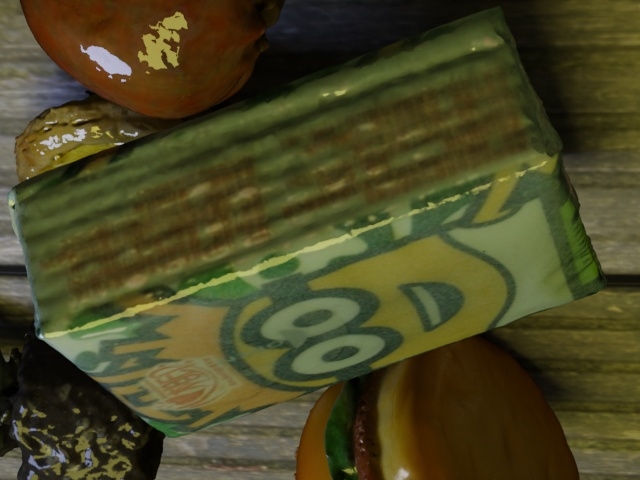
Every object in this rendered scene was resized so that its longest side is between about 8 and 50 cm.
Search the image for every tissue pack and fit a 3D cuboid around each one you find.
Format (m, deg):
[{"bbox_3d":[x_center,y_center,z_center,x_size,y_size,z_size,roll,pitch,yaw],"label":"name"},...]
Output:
[{"bbox_3d":[0.000,0.000,1.081,0.310,0.128,0.228,-20,155,8],"label":"tissue pack"}]

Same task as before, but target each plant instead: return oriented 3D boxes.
[{"bbox_3d":[-0.260,0.133,1.454,0.274,0.146,0.149,8,103,7],"label":"plant"}]

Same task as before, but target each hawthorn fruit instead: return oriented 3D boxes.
[{"bbox_3d":[-0.101,-0.150,1.008,0.189,0.149,0.149,31,157,29],"label":"hawthorn fruit"}]

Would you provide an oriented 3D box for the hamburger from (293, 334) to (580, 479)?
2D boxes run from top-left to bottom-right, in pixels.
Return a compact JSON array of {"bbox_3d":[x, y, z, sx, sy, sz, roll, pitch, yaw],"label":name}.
[{"bbox_3d":[0.078,0.189,1.360,0.170,0.246,0.246,-29,131,30],"label":"hamburger"}]

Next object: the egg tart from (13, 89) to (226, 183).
[{"bbox_3d":[-0.116,-0.048,1.208,0.191,0.074,0.191,8,148,5],"label":"egg tart"}]
